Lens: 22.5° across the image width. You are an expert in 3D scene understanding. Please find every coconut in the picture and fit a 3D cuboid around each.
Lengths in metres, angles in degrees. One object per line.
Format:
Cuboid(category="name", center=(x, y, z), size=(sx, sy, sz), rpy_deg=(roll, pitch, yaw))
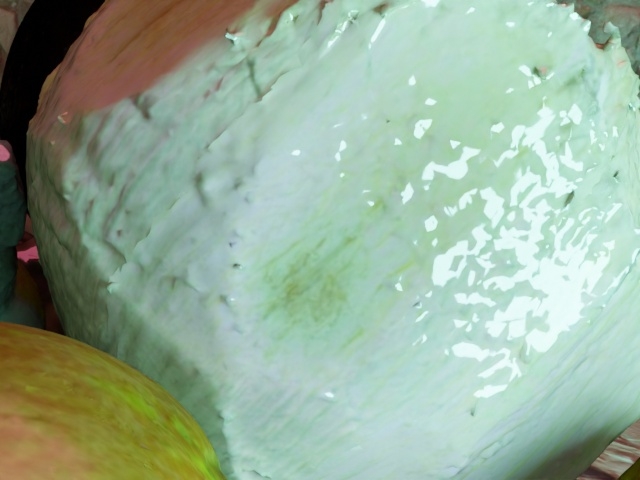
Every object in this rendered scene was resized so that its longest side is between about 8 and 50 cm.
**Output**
Cuboid(category="coconut", center=(0.000, 0.000, 0.935), size=(0.404, 0.404, 0.404), rpy_deg=(13, 6, -1))

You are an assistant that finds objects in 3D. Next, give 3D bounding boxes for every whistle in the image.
Cuboid(category="whistle", center=(-0.215, 0.030, 0.962), size=(0.123, 0.223, 0.123), rpy_deg=(12, 47, -13))

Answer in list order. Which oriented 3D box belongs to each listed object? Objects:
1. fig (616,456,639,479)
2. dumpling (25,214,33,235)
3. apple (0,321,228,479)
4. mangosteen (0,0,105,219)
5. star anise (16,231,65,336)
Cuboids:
Cuboid(category="fig", center=(0.169, 0.169, 0.763), size=(0.274, 0.145, 0.170), rpy_deg=(-6, 14, -31))
Cuboid(category="dumpling", center=(-0.221, 0.007, 1.536), size=(0.150, 0.092, 0.176), rpy_deg=(13, 6, 28))
Cuboid(category="apple", center=(-0.098, 0.113, 0.367), size=(0.196, 0.196, 0.196), rpy_deg=(13, 6, -1))
Cuboid(category="mangosteen", center=(-0.091, -0.157, 1.331), size=(0.382, 0.435, 0.382), rpy_deg=(-14, 17, 4))
Cuboid(category="star anise", center=(-0.300, 0.017, 1.194), size=(0.315, 0.108, 0.315), rpy_deg=(17, 12, -4))
